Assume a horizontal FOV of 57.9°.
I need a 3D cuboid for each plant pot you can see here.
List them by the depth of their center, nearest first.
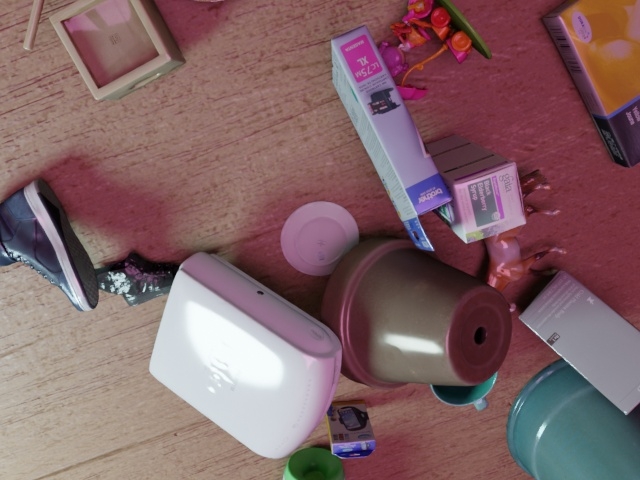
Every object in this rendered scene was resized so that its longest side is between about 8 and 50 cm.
[{"bbox_3d":[0.165,0.129,0.925,0.263,0.229,0.263,-4,97,-34],"label":"plant pot"},{"bbox_3d":[0.580,0.438,1.081,0.341,0.334,0.341,-2,110,-7],"label":"plant pot"}]

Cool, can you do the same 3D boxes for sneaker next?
[{"bbox_3d":[-0.467,0.038,0.925,0.163,0.086,0.226,-28,87,-3],"label":"sneaker"},{"bbox_3d":[-0.303,0.056,0.991,0.170,0.051,0.089,-24,114,7],"label":"sneaker"}]

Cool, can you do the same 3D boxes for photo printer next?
[{"bbox_3d":[-0.121,0.197,0.951,0.308,0.107,0.256,32,119,15],"label":"photo printer"}]

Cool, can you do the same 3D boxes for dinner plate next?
[{"bbox_3d":[0.000,0.000,1.026,0.141,0.017,0.141,-2,111,-5],"label":"dinner plate"}]

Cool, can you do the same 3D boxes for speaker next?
[{"bbox_3d":[-0.015,0.576,1.173,0.131,0.131,0.296,-1,110,-6],"label":"speaker"}]

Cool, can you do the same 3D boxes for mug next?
[{"bbox_3d":[0.255,0.242,1.098,0.130,0.097,0.157,-1,111,-7],"label":"mug"}]

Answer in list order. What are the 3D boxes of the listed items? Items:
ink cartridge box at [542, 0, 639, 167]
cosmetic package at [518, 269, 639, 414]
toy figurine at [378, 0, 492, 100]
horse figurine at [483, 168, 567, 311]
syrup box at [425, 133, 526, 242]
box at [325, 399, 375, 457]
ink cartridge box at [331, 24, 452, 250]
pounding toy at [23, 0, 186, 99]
[{"bbox_3d":[0.568,-0.326,0.946,0.307,0.072,0.303,-35,109,8],"label":"ink cartridge box"},{"bbox_3d":[0.492,0.179,1.031,0.127,0.238,0.107,-52,147,10],"label":"cosmetic package"},{"bbox_3d":[0.146,-0.295,0.896,0.159,0.130,0.173,-40,87,18],"label":"toy figurine"},{"bbox_3d":[0.352,0.001,1.040,0.175,0.066,0.263,-17,113,-7],"label":"horse figurine"},{"bbox_3d":[0.219,-0.089,0.900,0.096,0.237,0.093,-19,111,0],"label":"syrup box"},{"bbox_3d":[0.055,0.356,1.095,0.081,0.136,0.028,-3,110,-6],"label":"box"},{"bbox_3d":[0.106,-0.135,0.847,0.065,0.186,0.311,-24,89,2],"label":"ink cartridge box"},{"bbox_3d":[-0.331,-0.313,0.840,0.181,0.094,0.206,-26,101,8],"label":"pounding toy"}]
